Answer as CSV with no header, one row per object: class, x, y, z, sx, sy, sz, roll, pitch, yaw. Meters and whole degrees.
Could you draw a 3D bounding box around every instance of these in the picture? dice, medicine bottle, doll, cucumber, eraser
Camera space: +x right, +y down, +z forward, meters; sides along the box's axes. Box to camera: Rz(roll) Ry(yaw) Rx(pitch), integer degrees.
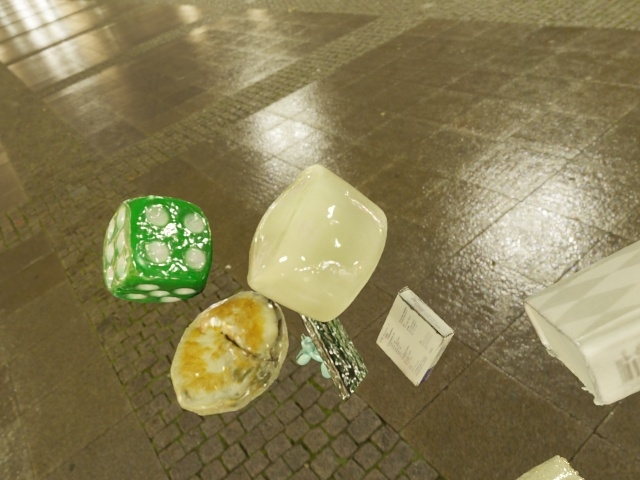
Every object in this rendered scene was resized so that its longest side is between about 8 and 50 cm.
dice,-0.235,0.016,0.697,0.131,0.120,0.129,-26,63,47
medicine bottle,0.234,0.248,1.245,0.052,0.201,0.171,-17,48,-36
doll,0.010,0.328,1.415,0.159,0.159,0.059,20,40,18
cucumber,0.012,0.188,0.963,0.077,0.077,0.265,-27,62,-10
eraser,0.402,0.010,0.448,0.396,0.082,0.213,-30,2,10

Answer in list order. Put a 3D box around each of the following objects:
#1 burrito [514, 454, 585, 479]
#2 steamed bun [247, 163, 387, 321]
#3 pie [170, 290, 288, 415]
burrito,0.363,0.472,0.825,0.299,0.143,0.105,-18,12,-17
steamed bun,0.000,0.000,0.828,0.154,0.200,0.250,-19,42,56
pie,-0.230,0.276,1.221,0.338,0.077,0.339,-14,47,16
